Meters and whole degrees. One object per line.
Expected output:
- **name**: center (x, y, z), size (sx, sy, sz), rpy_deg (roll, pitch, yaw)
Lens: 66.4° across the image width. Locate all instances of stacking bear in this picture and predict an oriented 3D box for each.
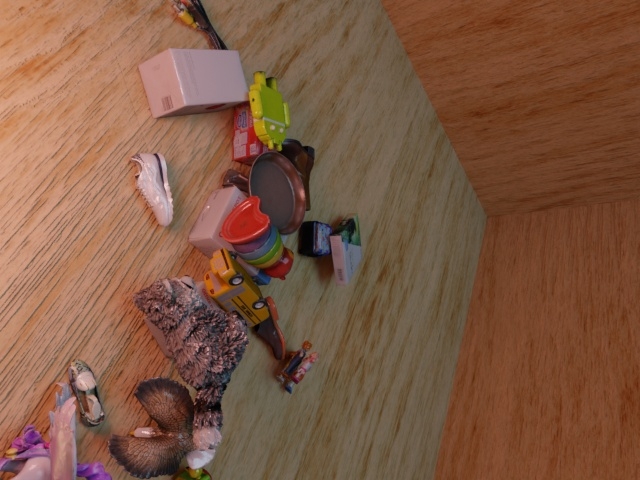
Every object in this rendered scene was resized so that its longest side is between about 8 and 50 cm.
- **stacking bear**: center (-0.187, 0.022, 1.633), size (0.289, 0.164, 0.175), rpy_deg (54, 3, -46)

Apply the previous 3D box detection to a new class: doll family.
- **doll family**: center (-0.091, 0.468, 1.882), size (0.118, 0.263, 0.163), rpy_deg (39, 60, 7)

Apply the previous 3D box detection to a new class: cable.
- **cable**: center (-0.423, -0.766, 1.758), size (0.287, 0.072, 0.140), rpy_deg (52, 30, -50)

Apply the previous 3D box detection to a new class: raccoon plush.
- **raccoon plush**: center (-0.361, 0.295, 1.310), size (0.299, 0.216, 0.447), rpy_deg (35, 27, -38)

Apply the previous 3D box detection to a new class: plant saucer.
- **plant saucer**: center (-0.165, -0.167, 1.786), size (0.310, 0.050, 0.311), rpy_deg (21, 64, -51)

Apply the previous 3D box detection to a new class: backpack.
- **backpack**: center (0.000, 0.000, 2.114), size (0.173, 0.116, 0.158), rpy_deg (16, 73, -53)

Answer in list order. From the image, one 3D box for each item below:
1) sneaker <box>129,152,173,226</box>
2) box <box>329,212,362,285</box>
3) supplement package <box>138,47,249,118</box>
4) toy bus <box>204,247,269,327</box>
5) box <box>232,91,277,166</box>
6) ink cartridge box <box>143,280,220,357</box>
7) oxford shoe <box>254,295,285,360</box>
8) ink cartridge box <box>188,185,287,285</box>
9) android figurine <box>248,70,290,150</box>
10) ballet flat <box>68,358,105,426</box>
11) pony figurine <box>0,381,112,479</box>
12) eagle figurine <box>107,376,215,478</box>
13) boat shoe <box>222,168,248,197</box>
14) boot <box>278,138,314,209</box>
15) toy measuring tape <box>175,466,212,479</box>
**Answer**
- **sneaker**: center (-0.521, -0.153, 1.512), size (0.094, 0.090, 0.235), rpy_deg (-14, 92, -39)
- **box**: center (0.121, 0.033, 2.207), size (0.322, 0.058, 0.233), rpy_deg (-53, 139, -64)
- **supplement package**: center (-0.408, -0.519, 1.618), size (0.293, 0.177, 0.176), rpy_deg (-26, 106, -50)
- **toy bus**: center (-0.277, 0.164, 1.617), size (0.108, 0.130, 0.333), rpy_deg (63, 2, 37)
- **box**: center (-0.244, -0.421, 1.851), size (0.122, 0.128, 0.257), rpy_deg (12, 76, -53)
- **ink cartridge box**: center (-0.428, 0.246, 1.554), size (0.208, 0.086, 0.153), rpy_deg (-41, 116, -46)
- **oxford shoe**: center (-0.200, 0.344, 1.853), size (0.098, 0.097, 0.272), rpy_deg (-19, 110, -17)
- **ink cartridge box**: center (-0.284, -0.009, 1.741), size (0.307, 0.129, 0.223), rpy_deg (45, 52, -38)
- **android figurine**: center (-0.182, -0.459, 1.760), size (0.248, 0.056, 0.273), rpy_deg (-3, 86, -67)
- **ballet flat**: center (-0.618, 0.408, 1.308), size (0.070, 0.070, 0.189), rpy_deg (-24, 104, -51)
- **pony figurine**: center (-0.639, 0.534, 1.112), size (0.363, 0.302, 0.351), rpy_deg (-10, 93, -25)
- **eagle figurine**: center (-0.445, 0.547, 1.385), size (0.225, 0.226, 0.298), rpy_deg (-24, 151, -14)
- **boat shoe**: center (-0.224, -0.188, 1.859), size (0.335, 0.112, 0.096), rpy_deg (13, 79, -47)
- **boot**: center (-0.128, -0.270, 2.041), size (0.264, 0.096, 0.281), rpy_deg (11, 84, -58)
- **toy measuring tape**: center (-0.398, 0.818, 1.528), size (0.121, 0.121, 0.330), rpy_deg (-25, 127, -50)
